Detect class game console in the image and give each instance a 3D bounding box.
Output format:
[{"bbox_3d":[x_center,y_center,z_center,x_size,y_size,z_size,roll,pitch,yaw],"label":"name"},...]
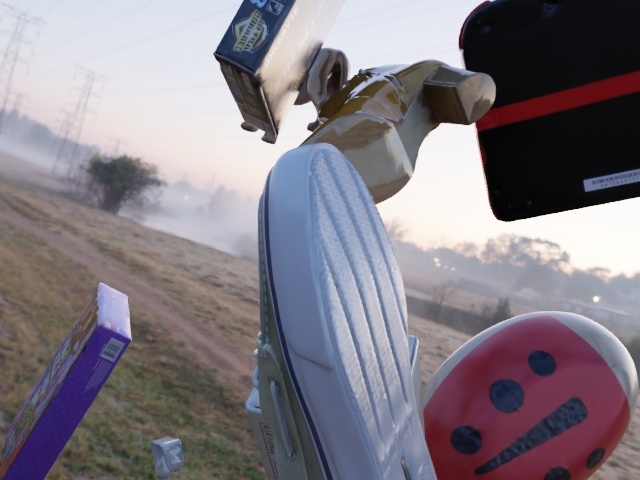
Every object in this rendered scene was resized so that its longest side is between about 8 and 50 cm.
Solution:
[{"bbox_3d":[0.412,-0.226,0.951,0.387,0.342,0.060,-12,1,23],"label":"game console"}]

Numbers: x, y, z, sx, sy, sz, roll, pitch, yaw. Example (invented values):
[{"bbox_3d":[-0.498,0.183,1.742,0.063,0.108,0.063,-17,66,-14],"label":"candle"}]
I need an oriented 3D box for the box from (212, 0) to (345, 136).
[{"bbox_3d":[-0.042,-0.333,0.982,0.073,0.295,0.293,26,-6,2],"label":"box"}]

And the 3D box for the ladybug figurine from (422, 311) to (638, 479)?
[{"bbox_3d":[0.350,0.296,1.089,0.305,0.449,0.162,58,-12,-1],"label":"ladybug figurine"}]

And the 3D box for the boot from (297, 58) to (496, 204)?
[{"bbox_3d":[0.041,-0.131,0.780,0.295,0.104,0.211,-31,26,-18],"label":"boot"}]

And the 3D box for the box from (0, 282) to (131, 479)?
[{"bbox_3d":[-0.398,0.227,1.020,0.057,0.293,0.201,32,2,-22],"label":"box"}]

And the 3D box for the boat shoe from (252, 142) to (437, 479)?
[{"bbox_3d":[0.002,0.094,0.406,0.094,0.302,0.109,-7,10,30],"label":"boat shoe"}]

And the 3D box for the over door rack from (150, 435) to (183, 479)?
[{"bbox_3d":[-0.249,0.382,0.686,0.239,0.324,0.108,-11,8,-30],"label":"over door rack"}]

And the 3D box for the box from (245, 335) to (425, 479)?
[{"bbox_3d":[0.034,0.245,0.694,0.148,0.311,0.121,6,37,18],"label":"box"}]

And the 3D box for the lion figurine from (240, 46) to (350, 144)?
[{"bbox_3d":[-0.039,-0.316,1.289,0.392,0.240,0.142,15,-5,41],"label":"lion figurine"}]
